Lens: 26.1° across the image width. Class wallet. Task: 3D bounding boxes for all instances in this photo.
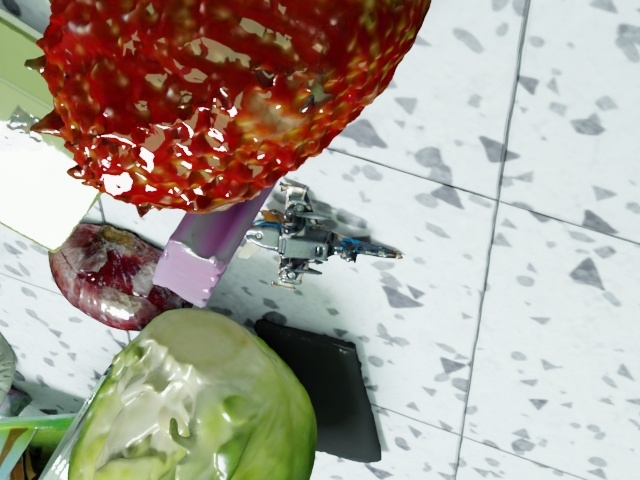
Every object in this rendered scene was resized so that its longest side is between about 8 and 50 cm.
[{"bbox_3d":[0.001,0.208,1.863,0.146,0.030,0.285,11,143,21],"label":"wallet"}]

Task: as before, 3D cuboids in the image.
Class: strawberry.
[{"bbox_3d":[-0.077,-0.158,1.206,0.343,0.292,0.292,-9,132,46],"label":"strawberry"}]

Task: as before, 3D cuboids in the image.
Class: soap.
[{"bbox_3d":[-0.095,-0.039,1.444,0.065,0.203,0.122,30,148,-1],"label":"soap"}]

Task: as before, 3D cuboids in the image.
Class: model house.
[{"bbox_3d":[-0.482,0.480,2.199,0.340,0.324,0.300,-3,147,-15],"label":"model house"}]

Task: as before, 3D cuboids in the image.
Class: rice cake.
[{"bbox_3d":[-0.621,0.232,2.305,0.290,0.051,0.081,14,153,17],"label":"rice cake"}]

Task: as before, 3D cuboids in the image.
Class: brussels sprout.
[{"bbox_3d":[-0.162,0.252,1.776,0.276,0.314,0.371,49,131,31],"label":"brussels sprout"}]

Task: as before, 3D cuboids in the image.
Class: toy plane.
[{"bbox_3d":[-0.002,0.005,1.565,0.188,0.062,0.135,15,119,13],"label":"toy plane"}]

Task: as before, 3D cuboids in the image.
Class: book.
[{"bbox_3d":[-0.386,-0.149,1.522,0.352,0.035,0.239,31,119,-20],"label":"book"}]

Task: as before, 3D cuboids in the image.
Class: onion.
[{"bbox_3d":[-0.265,0.064,1.792,0.206,0.098,0.151,16,143,16],"label":"onion"}]

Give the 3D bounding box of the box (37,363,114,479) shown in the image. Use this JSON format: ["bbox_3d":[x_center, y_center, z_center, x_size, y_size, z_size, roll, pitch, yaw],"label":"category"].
[{"bbox_3d":[-0.301,0.312,2.033,0.149,0.226,0.226,32,146,-7],"label":"box"}]

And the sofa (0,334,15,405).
[{"bbox_3d":[-0.612,0.185,2.121,0.210,0.176,0.225,9,143,26],"label":"sofa"}]
